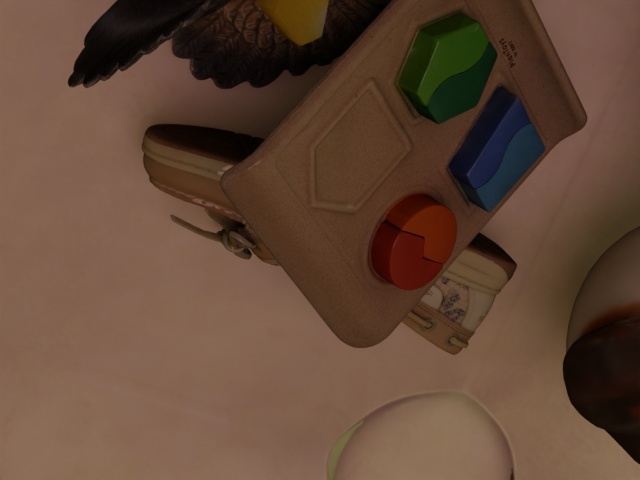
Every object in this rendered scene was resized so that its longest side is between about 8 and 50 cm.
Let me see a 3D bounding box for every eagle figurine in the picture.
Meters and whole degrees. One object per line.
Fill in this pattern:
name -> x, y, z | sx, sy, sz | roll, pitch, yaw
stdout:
eagle figurine -> -0.023, -0.223, 1.152 | 0.226, 0.225, 0.298 | 10, 98, -23

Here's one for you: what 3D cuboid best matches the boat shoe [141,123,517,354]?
boat shoe -> 0.000, 0.000, 1.279 | 0.285, 0.104, 0.089 | 22, 103, -17

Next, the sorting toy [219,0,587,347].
sorting toy -> 0.047, -0.080, 1.136 | 0.229, 0.041, 0.307 | -45, 139, -8

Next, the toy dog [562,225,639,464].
toy dog -> 0.328, -0.013, 1.235 | 0.395, 0.284, 0.408 | 32, 105, 4
